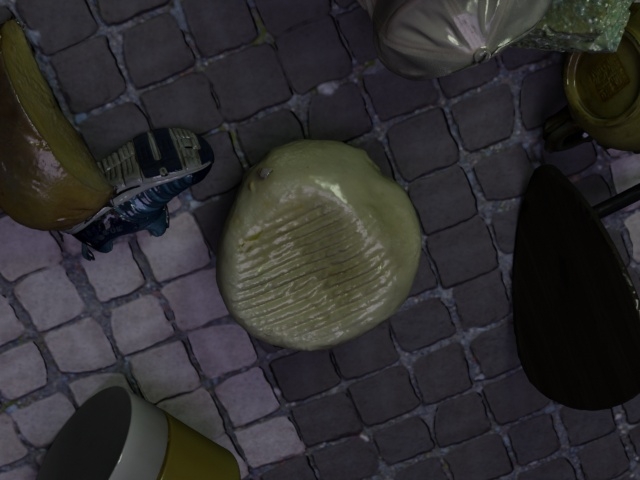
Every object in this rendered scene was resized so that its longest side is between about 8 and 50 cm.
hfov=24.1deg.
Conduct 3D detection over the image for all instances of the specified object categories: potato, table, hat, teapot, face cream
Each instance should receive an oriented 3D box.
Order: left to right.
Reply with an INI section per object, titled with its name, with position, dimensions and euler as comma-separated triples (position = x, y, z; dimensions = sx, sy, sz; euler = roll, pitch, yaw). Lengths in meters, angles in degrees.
[potato]
position = -0.347, -0.112, 1.676
dimensions = 0.138, 0.098, 0.243
euler = -27, 95, 23
[face cream]
position = -0.235, 0.321, 1.902
dimensions = 0.179, 0.218, 0.218
euler = 35, 108, -26
[hat]
position = 0.126, -0.307, 1.637
dimensions = 0.219, 0.164, 0.226
euler = -29, 104, 8
[teapot]
position = 0.380, -0.185, 1.784
dimensions = 0.182, 0.173, 0.269
euler = -4, 151, -43
[table]
position = 0.411, 0.065, 1.897
dimensions = 0.249, 0.317, 0.317
euler = -11, 121, -21

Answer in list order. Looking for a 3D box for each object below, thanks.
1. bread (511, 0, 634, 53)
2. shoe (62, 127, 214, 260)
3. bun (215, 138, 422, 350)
[bread]
position = 0.279, -0.273, 1.698
dimensions = 0.232, 0.172, 0.064
euler = -30, 146, 9
[shoe]
position = -0.214, -0.054, 1.781
dimensions = 0.207, 0.091, 0.106
euler = -30, 132, 7
[bun]
position = 0.000, 0.000, 1.806
dimensions = 0.259, 0.160, 0.259
euler = 2, 112, 6
